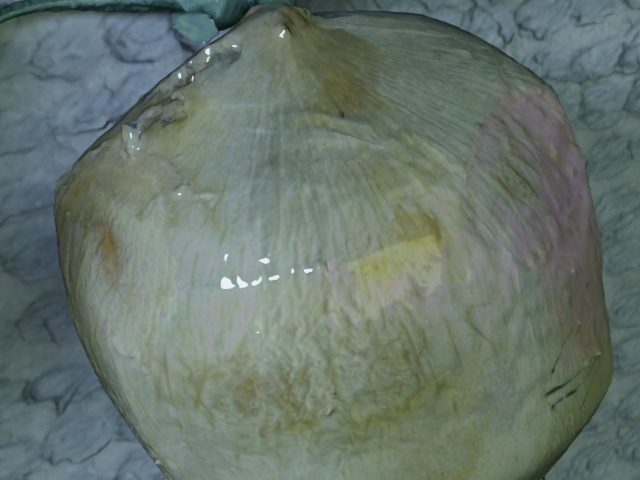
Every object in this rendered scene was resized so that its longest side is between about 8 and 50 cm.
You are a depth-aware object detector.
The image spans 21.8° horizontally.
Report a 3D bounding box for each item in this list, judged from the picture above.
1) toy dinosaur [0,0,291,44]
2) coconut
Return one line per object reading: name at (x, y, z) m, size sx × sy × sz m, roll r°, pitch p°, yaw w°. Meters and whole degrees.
toy dinosaur at (-0.101, -0.182, 1.232) m, size 0.383 × 0.129 × 0.076 m, roll -9°, pitch 99°, yaw -29°
coconut at (0.000, 0.000, 1.196) m, size 0.405 × 0.404 × 0.404 m, roll -8°, pitch 107°, yaw -30°
